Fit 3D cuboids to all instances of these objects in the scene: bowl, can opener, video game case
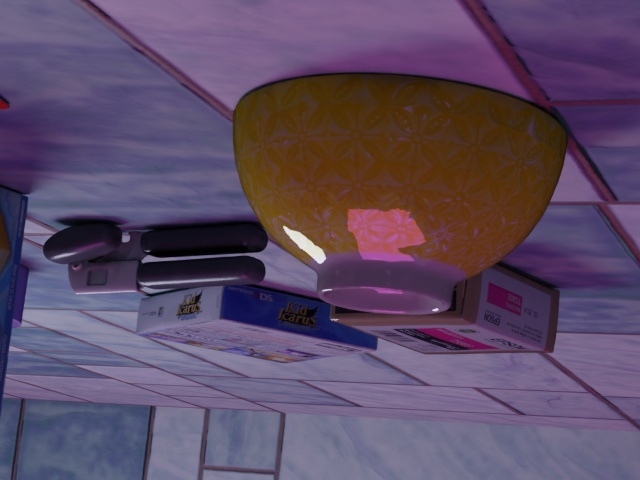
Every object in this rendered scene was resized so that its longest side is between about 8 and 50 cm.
[{"bbox_3d":[0.061,-0.023,1.295,0.289,0.156,0.289,5,167,1],"label":"bowl"},{"bbox_3d":[-0.199,0.018,1.767,0.283,0.076,0.095,-4,165,33],"label":"can opener"},{"bbox_3d":[-0.093,0.122,2.214,0.269,0.061,0.244,14,163,-33],"label":"video game case"}]

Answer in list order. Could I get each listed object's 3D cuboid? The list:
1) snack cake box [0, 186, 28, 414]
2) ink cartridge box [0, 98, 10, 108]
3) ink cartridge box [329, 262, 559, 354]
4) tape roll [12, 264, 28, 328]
[{"bbox_3d":[-0.411,0.062,1.621,0.089,0.264,0.152,-4,165,33],"label":"snack cake box"},{"bbox_3d":[-0.433,-0.130,1.236,0.261,0.066,0.296,4,168,12],"label":"ink cartridge box"},{"bbox_3d":[0.155,0.080,1.864,0.193,0.088,0.235,-3,164,36],"label":"ink cartridge box"},{"bbox_3d":[-0.507,0.069,2.114,0.189,0.080,0.189,5,166,1],"label":"tape roll"}]
